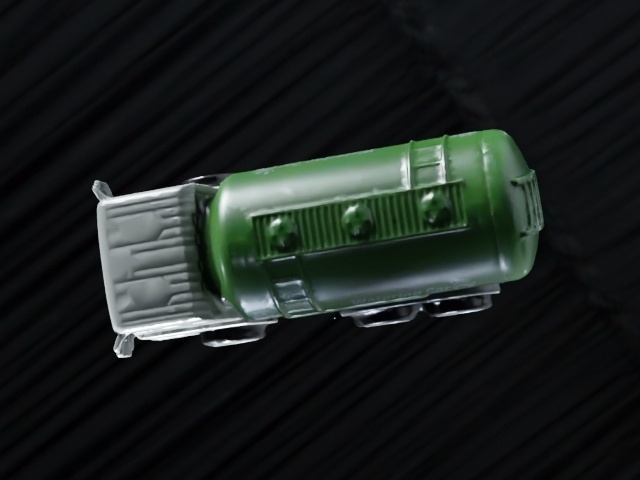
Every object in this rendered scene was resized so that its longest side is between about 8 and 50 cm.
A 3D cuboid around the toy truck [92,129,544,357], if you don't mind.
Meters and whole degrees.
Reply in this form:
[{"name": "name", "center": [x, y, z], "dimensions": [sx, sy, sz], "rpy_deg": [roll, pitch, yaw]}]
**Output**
[{"name": "toy truck", "center": [0.000, 0.000, 0.812], "dimensions": [0.125, 0.242, 0.101], "rpy_deg": [7, -106, -77]}]
